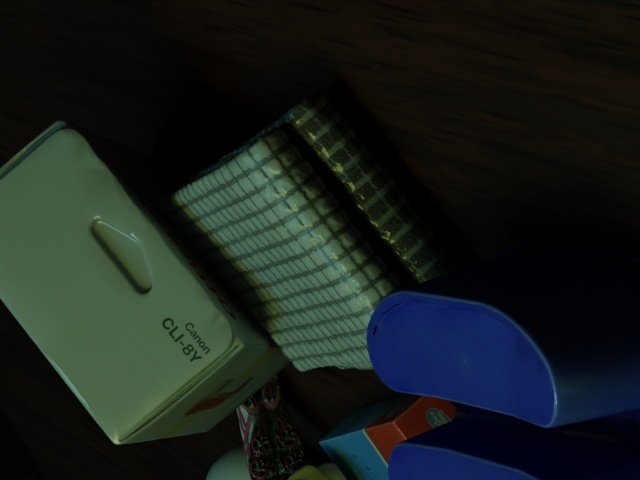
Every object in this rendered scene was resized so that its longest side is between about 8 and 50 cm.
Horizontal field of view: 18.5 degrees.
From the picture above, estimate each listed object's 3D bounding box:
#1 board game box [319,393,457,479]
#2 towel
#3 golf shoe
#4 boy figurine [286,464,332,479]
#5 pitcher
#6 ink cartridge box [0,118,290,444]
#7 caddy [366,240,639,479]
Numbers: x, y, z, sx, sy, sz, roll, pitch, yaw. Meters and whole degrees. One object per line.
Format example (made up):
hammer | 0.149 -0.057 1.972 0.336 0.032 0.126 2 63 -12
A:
board game box | 0.150 0.301 2.009 0.316 0.064 0.242 53 160 -2
towel | 0.000 0.000 1.761 0.235 0.121 0.283 50 161 -6
golf shoe | -0.059 0.222 2.275 0.086 0.067 0.186 98 160 -79
boy figurine | 0.010 0.315 2.151 0.177 0.092 0.285 31 172 29
pitcher | -0.034 0.330 2.378 0.207 0.125 0.178 3 131 49
ink cartridge box | -0.183 0.047 1.961 0.279 0.160 0.384 50 -176 8
caddy | 0.183 0.128 1.506 0.341 0.179 0.241 8 108 62
